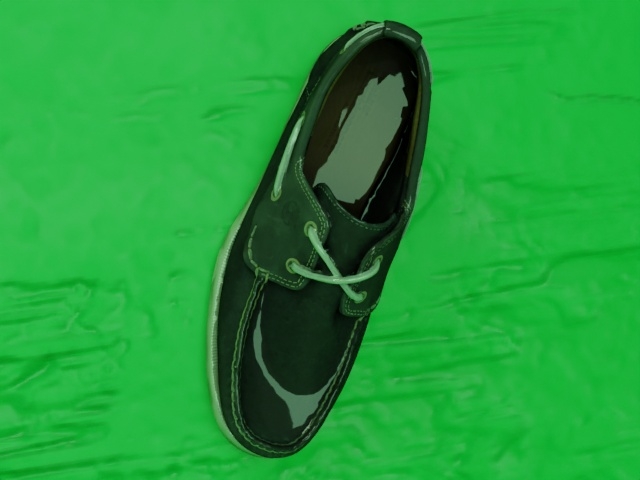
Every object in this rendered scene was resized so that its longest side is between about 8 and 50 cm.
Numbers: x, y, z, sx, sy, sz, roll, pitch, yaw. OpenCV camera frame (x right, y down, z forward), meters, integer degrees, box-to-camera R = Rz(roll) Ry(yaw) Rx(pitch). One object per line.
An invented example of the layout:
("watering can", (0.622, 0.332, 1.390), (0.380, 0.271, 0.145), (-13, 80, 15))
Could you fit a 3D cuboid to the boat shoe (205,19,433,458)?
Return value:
("boat shoe", (0.000, 0.000, 0.724), (0.084, 0.079, 0.233), (19, 88, -14))
